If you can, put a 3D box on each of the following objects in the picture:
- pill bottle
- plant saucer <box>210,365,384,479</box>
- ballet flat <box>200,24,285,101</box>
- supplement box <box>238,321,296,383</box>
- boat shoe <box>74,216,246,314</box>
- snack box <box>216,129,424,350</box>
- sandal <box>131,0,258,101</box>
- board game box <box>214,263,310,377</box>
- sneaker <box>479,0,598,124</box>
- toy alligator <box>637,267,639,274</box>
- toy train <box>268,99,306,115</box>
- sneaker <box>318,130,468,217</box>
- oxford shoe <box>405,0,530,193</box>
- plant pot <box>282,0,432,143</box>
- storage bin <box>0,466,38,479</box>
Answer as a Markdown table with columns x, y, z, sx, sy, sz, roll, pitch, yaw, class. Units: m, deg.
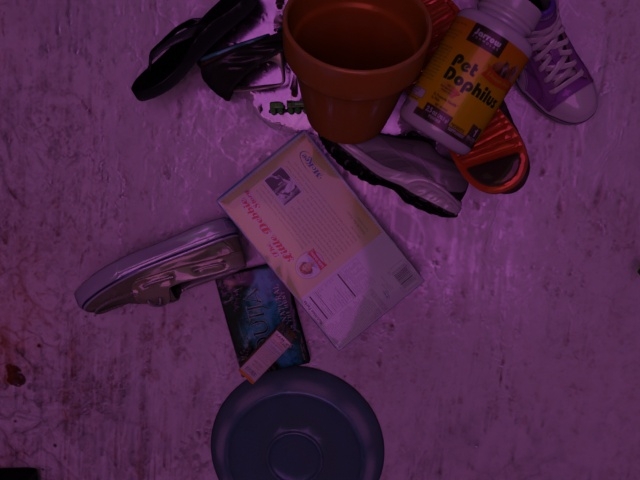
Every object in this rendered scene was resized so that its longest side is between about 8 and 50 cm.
| x | y | z | sx | sy | sz | roll | pitch | yaw | class |
| --- | --- | --- | --- | --- | --- | --- | --- | --- | --- |
| 0.210 | -0.235 | 0.981 | 0.117 | 0.117 | 0.215 | 31 | 102 | -1 | pill bottle |
| -0.044 | 0.383 | 1.269 | 0.317 | 0.044 | 0.318 | 1 | 100 | 4 | plant saucer |
| -0.059 | -0.306 | 1.139 | 0.280 | 0.095 | 0.096 | -22 | 107 | 18 | ballet flat |
| -0.089 | 0.189 | 1.202 | 0.036 | 0.062 | 0.098 | 43 | 99 | -2 | supplement box |
| -0.269 | 0.061 | 1.193 | 0.302 | 0.109 | 0.094 | -26 | 78 | 6 | boat shoe |
| 0.000 | 0.000 | 1.181 | 0.187 | 0.060 | 0.322 | -39 | 94 | -1 | snack box |
| -0.213 | -0.326 | 1.139 | 0.254 | 0.097 | 0.054 | -44 | 127 | 1 | sandal |
| -0.101 | 0.138 | 1.241 | 0.126 | 0.026 | 0.186 | -14 | 98 | 6 | board game box |
| 0.334 | -0.292 | 1.069 | 0.102 | 0.161 | 0.282 | -37 | 96 | 8 | sneaker |
| 0.606 | 0.014 | 1.155 | 0.189 | 0.056 | 0.051 | -33 | 137 | 8 | toy alligator |
| -0.045 | -0.222 | 1.182 | 0.083 | 0.017 | 0.024 | -2 | 89 | 5 | toy train |
| 0.118 | -0.136 | 1.152 | 0.271 | 0.100 | 0.108 | 27 | 86 | -3 | sneaker |
| 0.216 | -0.232 | 1.117 | 0.129 | 0.132 | 0.364 | -25 | 78 | 21 | oxford shoe |
| 0.046 | -0.249 | 1.040 | 0.205 | 0.188 | 0.205 | 1 | 57 | -2 | plant pot |
| -0.616 | 0.479 | 1.289 | 0.180 | 0.122 | 0.085 | -2 | 100 | 5 | storage bin |
